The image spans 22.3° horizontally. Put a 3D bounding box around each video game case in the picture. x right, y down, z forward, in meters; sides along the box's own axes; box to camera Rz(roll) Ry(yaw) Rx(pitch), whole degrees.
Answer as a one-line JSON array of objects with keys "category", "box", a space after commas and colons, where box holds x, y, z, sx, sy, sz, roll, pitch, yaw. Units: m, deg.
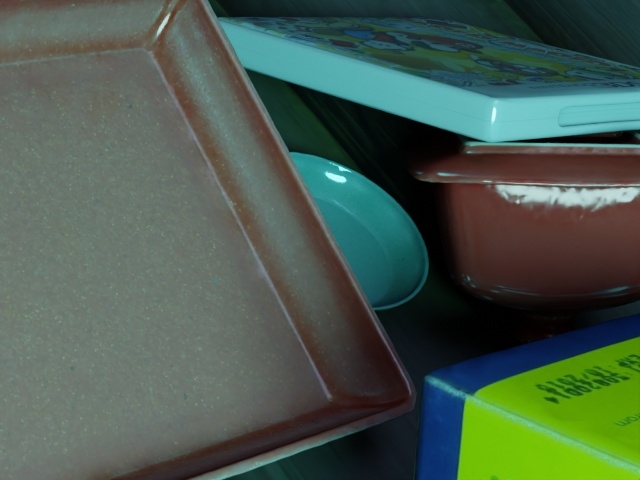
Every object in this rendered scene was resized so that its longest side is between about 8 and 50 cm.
[{"category": "video game case", "box": [0.080, -0.099, 0.937, 0.206, 0.026, 0.227, -8, 21, -44]}]

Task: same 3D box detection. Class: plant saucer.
[{"category": "plant saucer", "box": [0.000, 0.000, 0.870, 0.119, 0.021, 0.119, 18, 38, -14]}, {"category": "plant saucer", "box": [-0.112, 0.003, 0.734, 0.258, 0.048, 0.259, -14, 68, -42]}]

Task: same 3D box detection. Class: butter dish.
[{"category": "butter dish", "box": [0.124, 0.001, 0.879, 0.160, 0.118, 0.160, 1, 8, 0]}]

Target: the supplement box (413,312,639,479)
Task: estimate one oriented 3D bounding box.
[{"category": "supplement box", "box": [0.216, 0.168, 0.552, 0.194, 0.195, 0.356, -10, 21, -40]}]
